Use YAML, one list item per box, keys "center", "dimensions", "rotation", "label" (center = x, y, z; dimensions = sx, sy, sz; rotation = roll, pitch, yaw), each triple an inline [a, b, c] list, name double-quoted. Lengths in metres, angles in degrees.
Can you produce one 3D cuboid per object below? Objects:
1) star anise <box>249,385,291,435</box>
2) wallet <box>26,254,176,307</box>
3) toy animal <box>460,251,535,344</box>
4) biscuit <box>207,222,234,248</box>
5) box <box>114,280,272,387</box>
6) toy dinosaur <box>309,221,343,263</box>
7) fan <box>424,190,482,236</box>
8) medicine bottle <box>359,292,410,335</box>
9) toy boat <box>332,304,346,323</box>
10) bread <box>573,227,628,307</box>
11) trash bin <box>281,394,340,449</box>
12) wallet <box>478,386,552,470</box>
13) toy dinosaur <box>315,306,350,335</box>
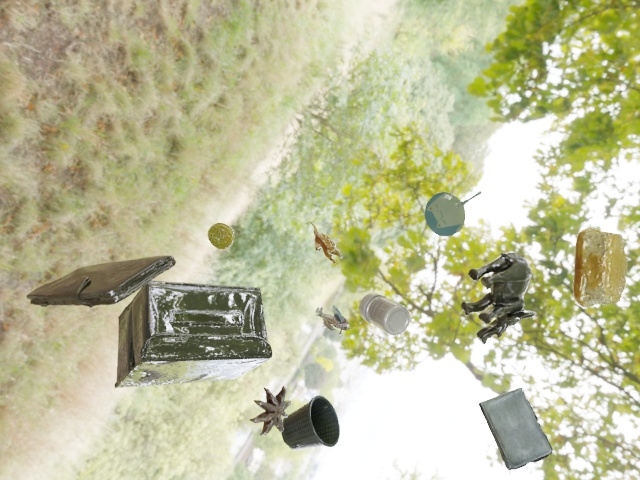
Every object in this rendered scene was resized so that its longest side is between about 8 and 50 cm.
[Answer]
- center: [-0.127, 0.455, 1.296]
  dimensions: [0.141, 0.042, 0.141]
  rotation: [6, 82, -41]
  label: "star anise"
- center: [-0.453, 0.081, 0.987]
  dimensions: [0.165, 0.309, 0.042]
  rotation: [-37, 115, -53]
  label: "wallet"
- center: [0.404, 0.134, 1.079]
  dimensions: [0.146, 0.114, 0.245]
  rotation: [-17, 136, -20]
  label: "toy animal"
- center: [-0.308, -0.014, 1.500]
  dimensions: [0.023, 0.084, 0.084]
  rotation: [-64, 175, -67]
  label: "biscuit"
- center: [-0.351, 0.260, 1.316]
  dimensions: [0.251, 0.345, 0.204]
  rotation: [-40, -128, 43]
  label: "box"
- center: [0.001, 0.001, 1.514]
  dimensions: [0.057, 0.212, 0.142]
  rotation: [-44, 156, -4]
  label: "toy dinosaur"
- center: [0.342, -0.082, 1.230]
  dimensions: [0.175, 0.113, 0.005]
  rotation: [-31, -176, -12]
  label: "fan"
- center: [0.208, 0.239, 1.581]
  dimensions: [0.105, 0.105, 0.168]
  rotation: [-64, -154, -2]
  label: "medicine bottle"
- center: [0.062, 0.263, 1.783]
  dimensions: [0.034, 0.096, 0.122]
  rotation: [-35, 131, -15]
  label: "toy boat"
- center: [0.838, 0.085, 1.461]
  dimensions: [0.174, 0.121, 0.246]
  rotation: [2, 93, -35]
  label: "bread"
- center: [-0.042, 0.647, 1.677]
  dimensions: [0.161, 0.175, 0.175]
  rotation: [-31, -176, 26]
  label: "trash bin"
- center: [0.621, 0.601, 1.547]
  dimensions: [0.167, 0.222, 0.036]
  rotation: [-16, 158, -13]
  label: "wallet"
- center: [0.032, 0.228, 1.360]
  dimensions: [0.032, 0.108, 0.220]
  rotation: [-59, -171, -19]
  label: "toy dinosaur"
